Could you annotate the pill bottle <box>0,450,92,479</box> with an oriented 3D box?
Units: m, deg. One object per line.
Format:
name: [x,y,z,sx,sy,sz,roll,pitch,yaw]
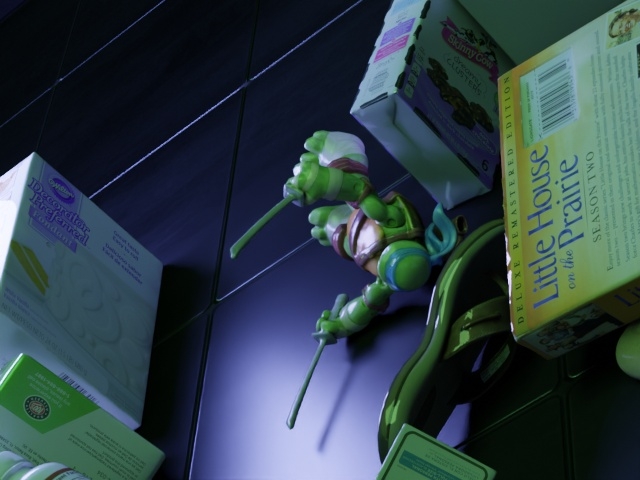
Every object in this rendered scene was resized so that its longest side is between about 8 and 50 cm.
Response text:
pill bottle: [-0.252,0.301,1.981,0.216,0.121,0.121,25,68,21]

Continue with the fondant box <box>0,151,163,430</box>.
fondant box: [-0.318,0.075,2.392,0.096,0.238,0.330,-36,27,22]

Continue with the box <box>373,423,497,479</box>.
box: [0.031,0.313,1.603,0.290,0.087,0.169,-60,-5,-25]

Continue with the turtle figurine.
turtle figurine: [0.000,0.000,2.066,0.275,0.198,0.266,-39,22,8]

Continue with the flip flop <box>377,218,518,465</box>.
flip flop: [0.138,0.103,1.826,0.080,0.112,0.277,11,54,31]

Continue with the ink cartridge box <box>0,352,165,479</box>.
ink cartridge box: [-0.330,0.292,2.122,0.273,0.198,0.115,-56,11,-20]

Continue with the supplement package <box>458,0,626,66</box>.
supplement package: [0.263,-0.349,2.154,0.262,0.204,0.145,-37,27,18]

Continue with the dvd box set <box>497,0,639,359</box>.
dvd box set: [0.334,-0.108,1.694,0.420,0.062,0.307,-31,44,35]

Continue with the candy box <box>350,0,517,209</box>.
candy box: [0.131,-0.163,2.132,0.070,0.165,0.196,-24,34,39]

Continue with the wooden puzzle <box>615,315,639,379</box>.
wooden puzzle: [0.376,0.028,1.632,0.238,0.044,0.221,-58,28,-12]
